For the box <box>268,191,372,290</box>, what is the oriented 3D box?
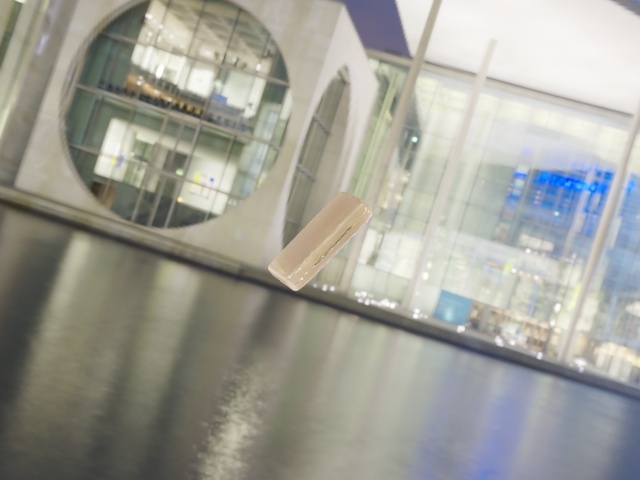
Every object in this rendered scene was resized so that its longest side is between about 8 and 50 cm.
[{"bbox_3d":[0.000,0.000,0.812,0.025,0.115,0.048,51,-13,-31],"label":"box"}]
